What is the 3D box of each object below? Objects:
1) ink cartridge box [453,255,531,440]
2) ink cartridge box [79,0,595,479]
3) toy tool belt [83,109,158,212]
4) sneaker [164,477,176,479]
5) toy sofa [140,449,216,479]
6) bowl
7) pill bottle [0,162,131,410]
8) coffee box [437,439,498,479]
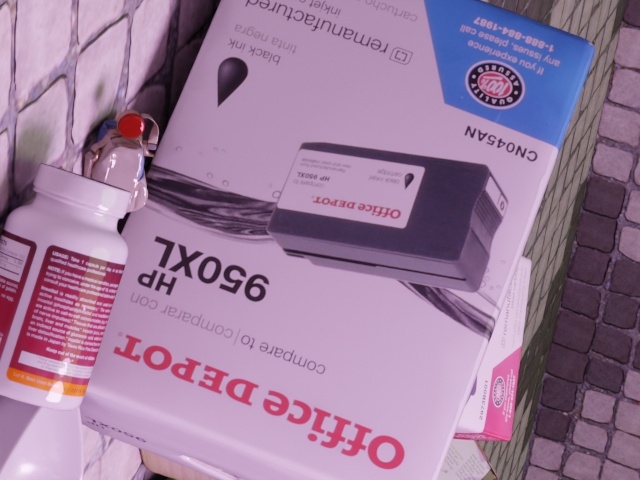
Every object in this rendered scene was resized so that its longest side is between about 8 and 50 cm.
[{"bbox_3d":[0.080,0.072,1.707,0.237,0.100,0.172,22,72,-53],"label":"ink cartridge box"},{"bbox_3d":[0.008,-0.003,1.507,0.166,0.285,0.395,99,12,-74],"label":"ink cartridge box"},{"bbox_3d":[-0.145,-0.064,1.414,0.051,0.052,0.083,-109,-152,-58],"label":"toy tool belt"},{"bbox_3d":[-0.022,0.261,1.914,0.483,0.202,0.185,-47,151,-59],"label":"sneaker"},{"bbox_3d":[-0.015,0.060,1.760,0.150,0.177,0.362,87,26,-53],"label":"toy sofa"},{"bbox_3d":[-0.221,0.170,1.377,0.142,0.053,0.142,92,22,-47],"label":"bowl"},{"bbox_3d":[-0.178,0.030,1.305,0.086,0.086,0.152,15,93,-75],"label":"pill bottle"},{"bbox_3d":[0.050,0.283,2.110,0.246,0.141,0.098,-41,124,-14],"label":"coffee box"}]
